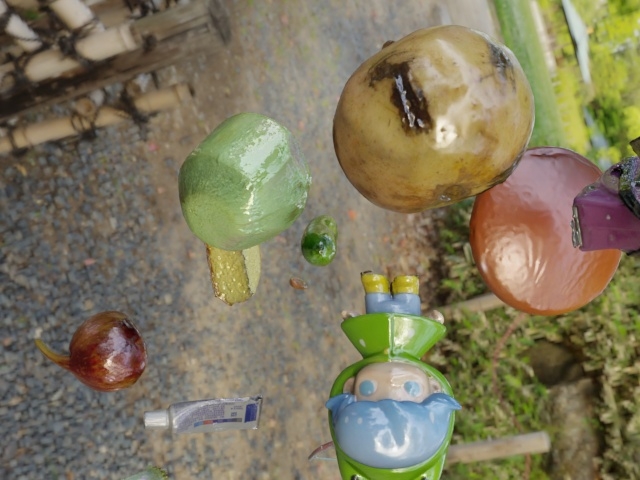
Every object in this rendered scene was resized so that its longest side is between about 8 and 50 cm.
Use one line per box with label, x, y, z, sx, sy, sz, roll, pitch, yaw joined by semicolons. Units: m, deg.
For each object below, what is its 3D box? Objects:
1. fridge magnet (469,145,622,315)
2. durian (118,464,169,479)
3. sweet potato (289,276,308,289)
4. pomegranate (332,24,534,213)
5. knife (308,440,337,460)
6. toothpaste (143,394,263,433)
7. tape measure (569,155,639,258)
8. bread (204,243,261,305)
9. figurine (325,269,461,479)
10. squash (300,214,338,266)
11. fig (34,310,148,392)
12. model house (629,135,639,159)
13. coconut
fridge magnet;0.479;-0.021;1.841;0.155;0.363;0.364;-173;-115;-74
durian;-0.437;0.578;1.816;0.306;0.172;0.167;-17;65;-34
sweet potato;-0.065;0.127;2.501;0.095;0.034;0.034;35;42;-52
pomegranate;0.175;-0.190;1.362;0.322;0.322;0.322;-15;90;-71
knife;0.085;0.411;1.942;0.123;0.278;0.053;11;30;-32
toothpaste;-0.277;0.414;2.038;0.099;0.282;0.069;120;-35;-59
tape measure;0.571;-0.063;1.457;0.245;0.231;0.149;-38;120;-44
bread;-0.244;0.047;2.465;0.134;0.129;0.260;-57;142;-57
figurine;0.088;0.171;1.055;0.143;0.162;0.264;85;7;-76
squash;-0.002;0.002;1.925;0.292;0.082;0.082;-81;152;-76
fig;-0.472;0.243;1.811;0.207;0.175;0.175;-15;89;-28
model house;0.498;-0.059;0.984;0.193;0.174;0.234;109;-44;-85
coconut;-0.157;-0.137;1.927;0.328;0.281;0.328;-53;165;-20
